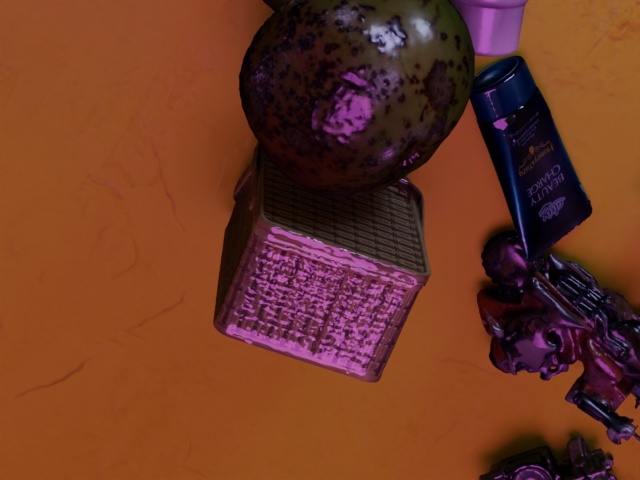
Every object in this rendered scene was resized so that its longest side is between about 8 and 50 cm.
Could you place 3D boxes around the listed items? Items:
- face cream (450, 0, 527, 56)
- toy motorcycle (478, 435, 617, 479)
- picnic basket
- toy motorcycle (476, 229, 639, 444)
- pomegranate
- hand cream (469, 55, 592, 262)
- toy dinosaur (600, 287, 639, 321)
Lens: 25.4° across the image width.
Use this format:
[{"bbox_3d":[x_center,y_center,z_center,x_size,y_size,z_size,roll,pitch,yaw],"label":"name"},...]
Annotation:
[{"bbox_3d":[0.202,-0.356,1.648,0.154,0.096,0.274,10,117,9],"label":"face cream"},{"bbox_3d":[0.371,0.413,2.163,0.205,0.127,0.275,-22,119,13],"label":"toy motorcycle"},{"bbox_3d":[0.000,0.000,1.774,0.228,0.313,0.175,19,115,-9],"label":"picnic basket"},{"bbox_3d":[0.362,0.164,1.934,0.401,0.134,0.207,36,129,10],"label":"toy motorcycle"},{"bbox_3d":[0.011,-0.225,1.654,0.285,0.285,0.340,-37,77,25],"label":"pomegranate"},{"bbox_3d":[0.268,-0.105,1.827,0.120,0.061,0.270,-38,124,-16],"label":"hand cream"},{"bbox_3d":[0.503,0.109,1.976,0.251,0.072,0.200,-13,114,24],"label":"toy dinosaur"}]
